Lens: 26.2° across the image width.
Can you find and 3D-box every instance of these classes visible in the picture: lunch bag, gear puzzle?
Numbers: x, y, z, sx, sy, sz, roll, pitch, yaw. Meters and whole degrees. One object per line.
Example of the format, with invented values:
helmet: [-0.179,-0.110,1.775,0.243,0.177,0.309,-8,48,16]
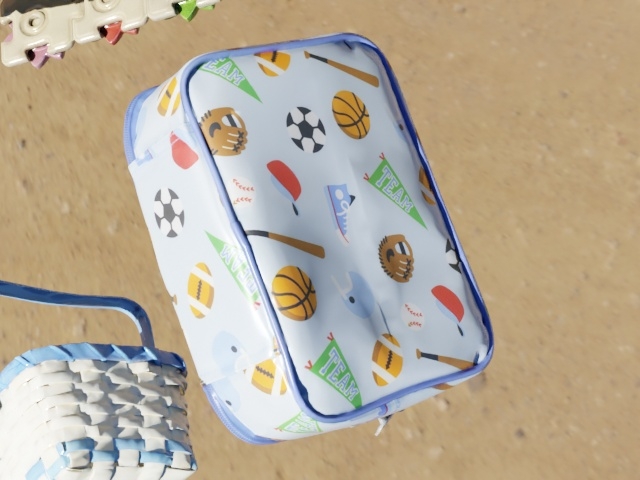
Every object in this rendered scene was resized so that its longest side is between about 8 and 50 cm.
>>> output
lunch bag: [0.000,0.000,1.028,0.243,0.115,0.303,-14,82,-43]
gear puzzle: [-0.160,-0.279,1.350,0.339,0.175,0.044,-15,155,15]

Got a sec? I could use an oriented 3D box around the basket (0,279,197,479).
basket: [-0.281,0.173,1.565,0.255,0.289,0.201,10,139,-38]
